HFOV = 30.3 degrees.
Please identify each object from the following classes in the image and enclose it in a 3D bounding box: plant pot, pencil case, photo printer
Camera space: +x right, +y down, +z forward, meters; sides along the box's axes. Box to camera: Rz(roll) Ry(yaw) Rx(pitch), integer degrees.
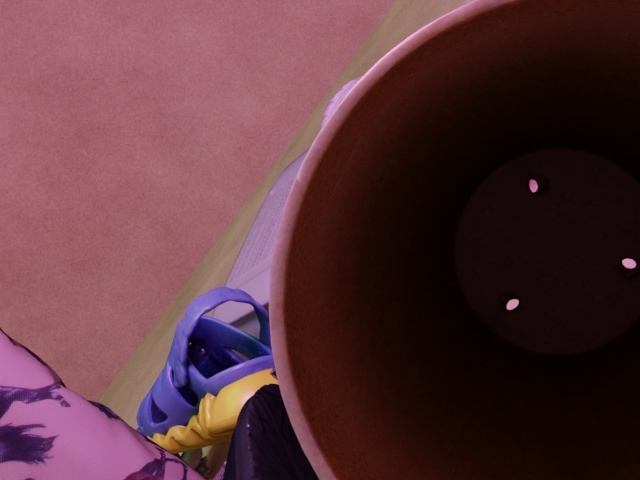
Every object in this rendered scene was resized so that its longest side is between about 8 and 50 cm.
[{"bbox_3d":[0.117,0.014,0.539,0.237,0.237,0.254,-52,-4,9],"label":"plant pot"},{"bbox_3d":[-0.264,0.184,1.075,0.160,0.410,0.183,-54,4,-10],"label":"pencil case"},{"bbox_3d":[0.000,0.000,1.275,0.256,0.107,0.307,-67,14,-22],"label":"photo printer"}]

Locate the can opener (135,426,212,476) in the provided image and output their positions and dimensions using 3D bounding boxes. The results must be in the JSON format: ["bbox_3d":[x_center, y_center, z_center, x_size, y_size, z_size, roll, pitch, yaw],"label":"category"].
[{"bbox_3d":[-0.137,0.190,1.397,0.074,0.093,0.280,-46,8,41],"label":"can opener"}]

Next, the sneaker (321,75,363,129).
[{"bbox_3d":[0.119,-0.123,0.995,0.297,0.111,0.129,-31,4,-37],"label":"sneaker"}]

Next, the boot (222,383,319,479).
[{"bbox_3d":[-0.086,0.249,0.939,0.207,0.094,0.246,-45,19,24],"label":"boot"}]

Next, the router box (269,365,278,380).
[{"bbox_3d":[0.038,0.058,1.013,0.179,0.046,0.133,-54,-14,-2],"label":"router box"}]

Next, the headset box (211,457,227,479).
[{"bbox_3d":[-0.050,0.200,1.027,0.083,0.062,0.032,-57,11,-10],"label":"headset box"}]

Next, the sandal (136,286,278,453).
[{"bbox_3d":[-0.111,0.137,1.199,0.126,0.138,0.317,-12,-12,-30],"label":"sandal"}]
